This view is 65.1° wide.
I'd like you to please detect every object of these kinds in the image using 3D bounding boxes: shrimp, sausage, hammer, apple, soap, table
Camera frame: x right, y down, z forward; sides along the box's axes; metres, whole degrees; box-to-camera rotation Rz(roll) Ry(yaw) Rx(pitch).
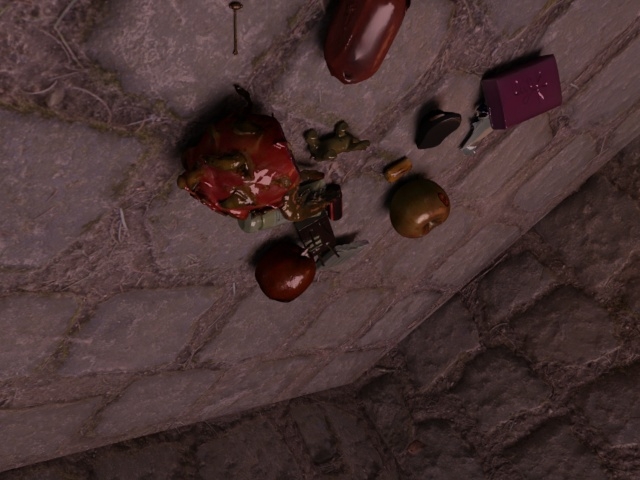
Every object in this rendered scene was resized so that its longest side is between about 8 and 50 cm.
[{"bbox_3d":[-0.035,-0.149,1.558,0.253,0.058,0.173,-30,132,-40],"label":"shrimp"},{"bbox_3d":[0.102,-0.491,1.153,0.152,0.152,0.279,-10,145,-36],"label":"sausage"},{"bbox_3d":[-0.182,-0.451,1.075,0.029,0.014,0.123,-12,149,-17],"label":"hammer"},{"bbox_3d":[0.385,-0.125,1.967,0.261,0.194,0.260,-25,154,-14],"label":"apple"},{"bbox_3d":[0.685,-0.502,1.701,0.259,0.081,0.181,-24,109,-15],"label":"soap"},{"bbox_3d":[0.000,0.000,1.863,0.122,0.111,0.240,-30,152,-4],"label":"table"}]

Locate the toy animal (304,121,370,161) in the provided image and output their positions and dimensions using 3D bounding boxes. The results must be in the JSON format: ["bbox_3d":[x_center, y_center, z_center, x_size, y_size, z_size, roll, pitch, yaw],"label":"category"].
[{"bbox_3d":[0.053,-0.286,1.507,0.219,0.103,0.101,-22,169,-23],"label":"toy animal"}]

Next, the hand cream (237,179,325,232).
[{"bbox_3d":[-0.117,-0.102,1.606,0.306,0.093,0.147,-17,133,-29],"label":"hand cream"}]

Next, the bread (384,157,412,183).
[{"bbox_3d":[0.281,-0.251,1.812,0.106,0.053,0.072,-34,156,-9],"label":"bread"}]

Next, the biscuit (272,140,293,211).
[{"bbox_3d":[-0.145,-0.185,1.457,0.153,0.030,0.234,-3,124,-41],"label":"biscuit"}]

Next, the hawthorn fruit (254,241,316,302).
[{"bbox_3d":[-0.115,0.107,1.823,0.250,0.215,0.215,-41,151,25],"label":"hawthorn fruit"}]

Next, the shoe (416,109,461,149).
[{"bbox_3d":[0.379,-0.386,1.676,0.108,0.093,0.241,-8,169,-9],"label":"shoe"}]

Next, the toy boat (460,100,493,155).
[{"bbox_3d":[0.607,-0.435,1.839,0.210,0.070,0.291,13,132,-48],"label":"toy boat"}]

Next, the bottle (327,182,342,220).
[{"bbox_3d":[0.051,-0.135,1.755,0.060,0.060,0.164,-26,150,-13],"label":"bottle"}]

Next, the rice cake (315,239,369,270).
[{"bbox_3d":[0.085,0.062,2.084,0.189,0.037,0.198,-14,161,-28],"label":"rice cake"}]

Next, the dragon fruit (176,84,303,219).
[{"bbox_3d":[-0.210,-0.184,1.239,0.291,0.250,0.269,-18,147,5],"label":"dragon fruit"}]
